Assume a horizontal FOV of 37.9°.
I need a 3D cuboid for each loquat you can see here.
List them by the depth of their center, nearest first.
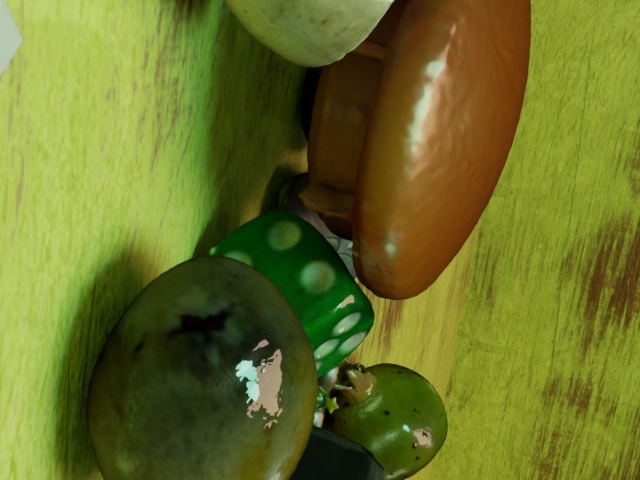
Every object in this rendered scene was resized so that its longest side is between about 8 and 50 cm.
[{"bbox_3d":[-0.088,0.119,0.715,0.179,0.179,0.227,-45,154,-62],"label":"loquat"}]

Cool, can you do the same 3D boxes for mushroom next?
[{"bbox_3d":[-0.013,-0.270,0.700,0.189,0.195,0.253,51,53,-29],"label":"mushroom"}]

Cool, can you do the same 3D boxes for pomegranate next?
[{"bbox_3d":[0.094,0.283,1.477,0.246,0.198,0.198,49,55,-56],"label":"pomegranate"}]

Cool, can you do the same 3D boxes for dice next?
[{"bbox_3d":[-0.033,0.057,0.869,0.120,0.128,0.131,-35,156,-9],"label":"dice"}]

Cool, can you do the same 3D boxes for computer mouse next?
[{"bbox_3d":[0.000,0.000,1.090,0.379,0.090,0.167,-25,126,-68],"label":"computer mouse"}]

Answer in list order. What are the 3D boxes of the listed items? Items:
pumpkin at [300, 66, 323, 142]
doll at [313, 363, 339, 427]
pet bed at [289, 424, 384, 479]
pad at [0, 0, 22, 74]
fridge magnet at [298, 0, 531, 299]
[{"bbox_3d":[0.048,-0.155,1.047,0.167,0.125,0.167,-54,157,-35],"label":"pumpkin"},{"bbox_3d":[-0.037,0.143,0.923,0.077,0.113,0.078,20,87,-35],"label":"doll"},{"bbox_3d":[-0.056,0.265,0.879,0.159,0.211,0.183,89,20,-50],"label":"pet bed"},{"bbox_3d":[-0.209,-0.116,0.408,0.232,0.004,0.156,78,30,-57],"label":"pad"},{"bbox_3d":[0.101,-0.123,0.853,0.363,0.155,0.363,18,90,-72],"label":"fridge magnet"}]
